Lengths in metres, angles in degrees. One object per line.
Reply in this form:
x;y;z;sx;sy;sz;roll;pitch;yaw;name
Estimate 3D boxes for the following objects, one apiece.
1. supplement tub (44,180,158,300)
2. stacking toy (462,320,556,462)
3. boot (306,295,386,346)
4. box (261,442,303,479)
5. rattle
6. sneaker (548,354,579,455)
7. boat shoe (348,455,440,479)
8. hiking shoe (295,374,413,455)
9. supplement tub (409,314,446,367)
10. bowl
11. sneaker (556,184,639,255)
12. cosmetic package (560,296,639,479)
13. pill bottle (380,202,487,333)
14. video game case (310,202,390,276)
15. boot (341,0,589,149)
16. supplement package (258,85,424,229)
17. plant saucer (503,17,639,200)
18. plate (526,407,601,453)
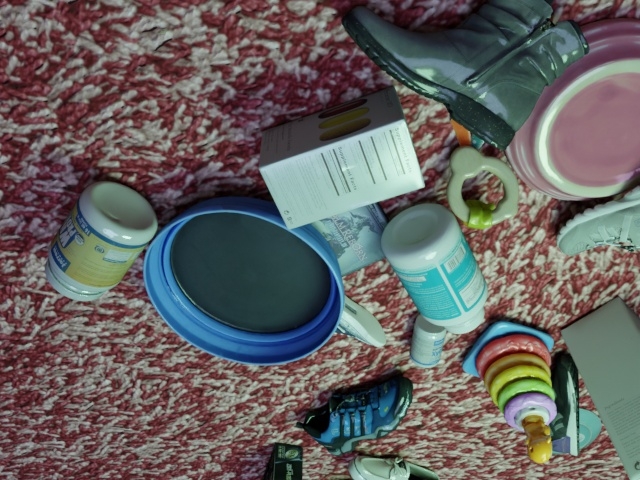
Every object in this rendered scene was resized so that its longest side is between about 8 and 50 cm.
-0.408;0.004;1.156;0.144;0.144;0.199;31;119;-21;supplement tub
0.426;0.329;1.305;0.166;0.301;0.175;19;122;-14;stacking toy
0.050;0.176;1.341;0.190;0.069;0.086;42;123;-17;boot
-0.102;0.640;1.617;0.078;0.147;0.180;12;124;-9;box
0.284;-0.124;1.148;0.130;0.143;0.199;-24;87;24;rattle
0.544;0.393;1.478;0.124;0.107;0.283;0;118;23;sneaker
0.197;0.609;1.633;0.268;0.096;0.088;28;117;-21;boat shoe
0.085;0.405;1.471;0.132;0.113;0.304;35;118;-24;hiking shoe
0.233;0.218;1.364;0.071;0.071;0.107;2;127;-2;supplement tub
-0.145;0.083;1.226;0.391;0.077;0.391;5;127;7;bowl
0.542;-0.019;1.116;0.105;0.115;0.281;-11;165;-31;sneaker
0.659;0.327;1.258;0.156;0.385;0.217;-38;120;25;cosmetic package
0.230;0.065;1.204;0.146;0.146;0.264;-23;126;15;pill bottle
0.000;0.000;1.233;0.274;0.026;0.196;-25;122;17;video game case
0.220;-0.317;0.966;0.338;0.118;0.222;32;104;-11;boot
0.035;-0.140;1.062;0.244;0.139;0.133;-18;125;10;supplement package
0.480;-0.198;1.060;0.332;0.084;0.332;0;126;0;plant saucer
0.624;0.496;1.599;0.188;0.024;0.188;0;125;0;plate
